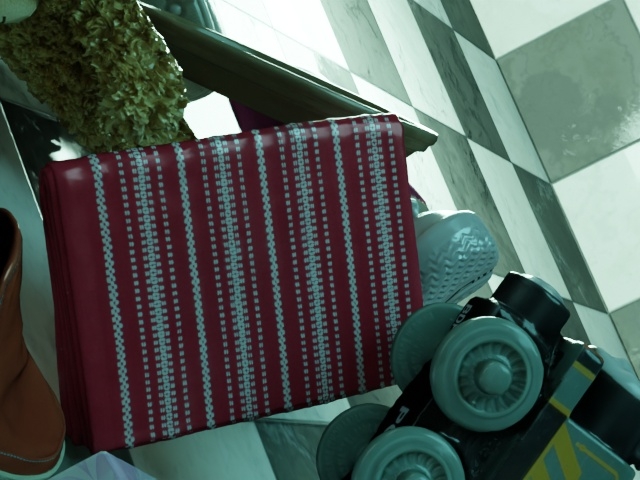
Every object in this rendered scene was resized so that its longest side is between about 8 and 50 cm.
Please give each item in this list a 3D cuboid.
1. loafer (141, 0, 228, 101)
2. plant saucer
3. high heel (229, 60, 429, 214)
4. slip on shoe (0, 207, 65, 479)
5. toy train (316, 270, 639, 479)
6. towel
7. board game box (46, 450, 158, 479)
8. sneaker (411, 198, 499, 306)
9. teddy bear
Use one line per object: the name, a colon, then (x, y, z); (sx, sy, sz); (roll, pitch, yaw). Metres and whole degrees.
loafer: (-0.169, -0.272, 1.660); (0.319, 0.112, 0.111); (61, 25, -7)
plant saucer: (-0.039, -0.124, 1.499); (0.277, 0.041, 0.278); (25, 6, -3)
high heel: (0.002, -0.062, 1.818); (0.181, 0.127, 0.377); (43, -14, 17)
slip on shoe: (-0.207, 0.031, 1.056); (0.331, 0.101, 0.123); (67, 6, -46)
toy train: (0.089, 0.189, 1.280); (0.190, 0.334, 0.142); (38, -7, -14)
towel: (-0.055, 0.025, 1.292); (0.031, 0.274, 0.199); (7, -75, 61)
board game box: (-0.050, 0.282, 1.052); (0.318, 0.066, 0.319); (61, -3, 11)
sneaker: (0.000, 0.000, 1.527); (0.210, 0.137, 0.366); (55, -24, 3)
teddy bear: (-0.184, -0.140, 1.330); (0.245, 0.113, 0.338); (53, -9, 14)
